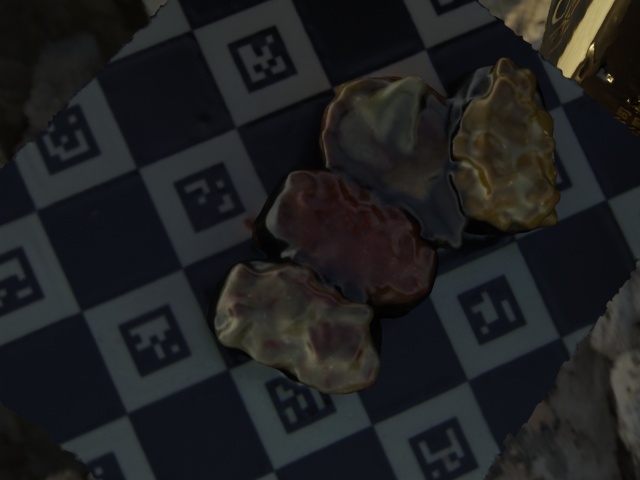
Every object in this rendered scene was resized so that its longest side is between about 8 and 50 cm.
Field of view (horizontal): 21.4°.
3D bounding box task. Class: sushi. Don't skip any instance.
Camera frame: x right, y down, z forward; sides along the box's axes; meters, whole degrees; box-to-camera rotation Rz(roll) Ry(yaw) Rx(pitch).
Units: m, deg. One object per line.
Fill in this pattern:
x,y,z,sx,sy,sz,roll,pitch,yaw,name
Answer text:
0.000,0.000,0.747,0.264,0.050,0.290,40,78,-1,sushi

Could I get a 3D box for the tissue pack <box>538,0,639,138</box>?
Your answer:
0.252,-0.147,0.887,0.210,0.370,0.198,25,57,0,tissue pack
